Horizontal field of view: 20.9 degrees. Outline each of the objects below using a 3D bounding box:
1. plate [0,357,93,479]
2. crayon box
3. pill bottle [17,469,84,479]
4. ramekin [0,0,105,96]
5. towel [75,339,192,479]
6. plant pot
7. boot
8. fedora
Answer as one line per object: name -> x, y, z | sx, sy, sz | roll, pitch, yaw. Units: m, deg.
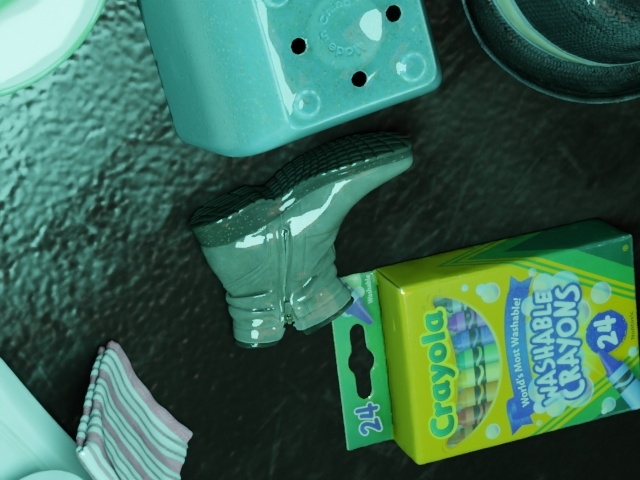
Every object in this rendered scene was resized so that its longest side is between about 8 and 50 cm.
plate -> -0.364, 0.266, 1.685 | 0.277, 0.045, 0.278 | -39, 131, -7
crayon box -> 0.181, 0.112, 1.854 | 0.323, 0.083, 0.203 | -12, 109, -16
pill bottle -> -0.222, 0.343, 1.690 | 0.153, 0.153, 0.264 | -34, 138, -8
ramekin -> -0.326, -0.266, 1.528 | 0.303, 0.148, 0.303 | -5, 107, -18
towel -> -0.180, 0.200, 1.692 | 0.029, 0.197, 0.144 | -28, 115, 15
plant pot -> -0.018, -0.211, 1.598 | 0.248, 0.252, 0.247 | -20, 112, -13
boot -> 0.000, 0.000, 1.763 | 0.246, 0.083, 0.161 | -25, 113, -2
fedora -> 0.311, -0.277, 1.751 | 0.334, 0.152, 0.334 | -5, 107, -18
